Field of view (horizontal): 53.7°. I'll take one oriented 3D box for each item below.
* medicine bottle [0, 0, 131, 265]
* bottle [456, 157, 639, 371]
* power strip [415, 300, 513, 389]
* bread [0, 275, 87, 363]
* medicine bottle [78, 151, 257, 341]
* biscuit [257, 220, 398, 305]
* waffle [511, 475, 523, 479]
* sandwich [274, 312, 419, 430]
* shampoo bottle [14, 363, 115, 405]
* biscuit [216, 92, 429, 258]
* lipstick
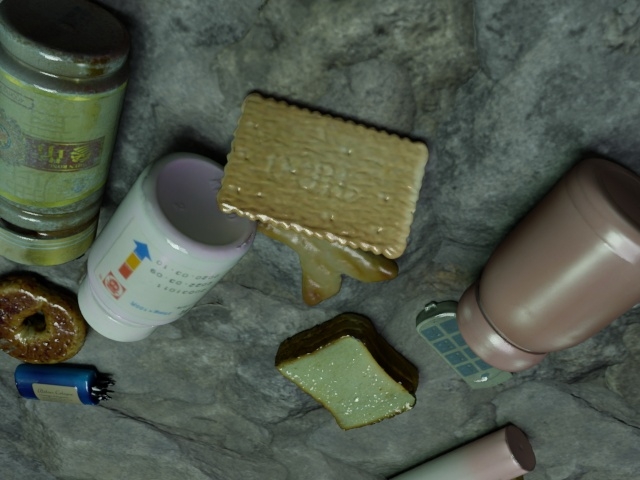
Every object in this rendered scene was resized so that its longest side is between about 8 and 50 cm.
[{"bbox_3d":[-0.336,-0.128,0.790,0.151,0.151,0.322,21,129,-9],"label":"medicine bottle"},{"bbox_3d":[0.323,0.052,0.839,0.206,0.173,0.297,0,139,-37],"label":"bottle"},{"bbox_3d":[0.240,0.180,1.039,0.080,0.029,0.227,-30,120,28],"label":"power strip"},{"bbox_3d":[-0.496,0.139,1.098,0.193,0.064,0.193,1,125,2],"label":"bread"},{"bbox_3d":[-0.226,0.023,0.883,0.170,0.170,0.293,33,132,-18],"label":"medicine bottle"},{"bbox_3d":[-0.001,0.000,0.915,0.164,0.047,0.208,-19,125,26],"label":"biscuit"},{"bbox_3d":[0.313,0.498,1.234,0.032,0.125,0.191,39,122,-20],"label":"waffle"},{"bbox_3d":[0.049,0.229,1.086,0.186,0.065,0.214,-31,119,28],"label":"sandwich"},{"bbox_3d":[-0.487,0.279,1.216,0.182,0.050,0.087,4,127,6],"label":"shampoo bottle"},{"bbox_3d":[0.004,-0.081,0.804,0.249,0.030,0.160,14,86,-5],"label":"biscuit"},{"bbox_3d":[0.255,0.460,1.231,0.087,0.087,0.327,38,124,-21],"label":"lipstick"}]
